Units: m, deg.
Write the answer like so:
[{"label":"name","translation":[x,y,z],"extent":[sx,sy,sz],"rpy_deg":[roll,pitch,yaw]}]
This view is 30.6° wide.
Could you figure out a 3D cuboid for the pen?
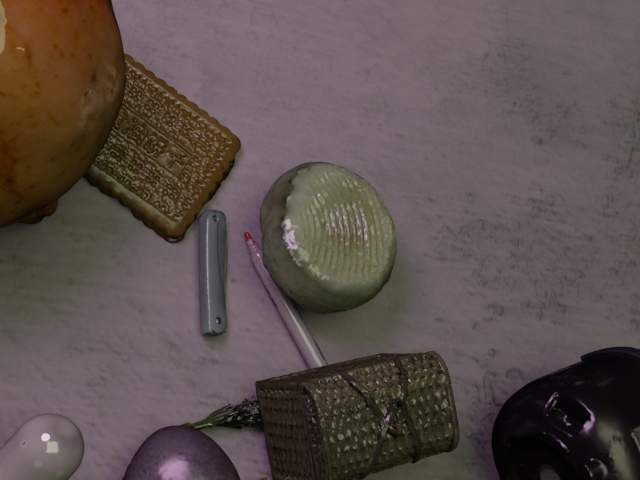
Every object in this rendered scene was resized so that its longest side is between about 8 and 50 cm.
[{"label":"pen","translation":[-0.044,0.086,1.494],"extent":[0.026,0.026,0.218],"rpy_deg":[-28,88,-29]}]

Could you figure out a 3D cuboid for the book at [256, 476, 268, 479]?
[{"label":"book","translation":[-0.148,0.463,1.333],"extent":[0.352,0.035,0.239],"rpy_deg":[-29,92,-29]}]

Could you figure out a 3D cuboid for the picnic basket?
[{"label":"picnic basket","translation":[0.048,0.214,1.408],"extent":[0.196,0.154,0.134],"rpy_deg":[-9,91,-32]}]

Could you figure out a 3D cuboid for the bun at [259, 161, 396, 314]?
[{"label":"bun","translation":[0.000,0.000,1.485],"extent":[0.195,0.118,0.195],"rpy_deg":[12,66,-29]}]

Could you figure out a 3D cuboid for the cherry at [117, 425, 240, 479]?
[{"label":"cherry","translation":[-0.170,0.302,1.316],"extent":[0.148,0.115,0.188],"rpy_deg":[33,58,-4]}]

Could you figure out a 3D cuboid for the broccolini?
[{"label":"broccolini","translation":[-0.133,0.225,1.417],"extent":[0.140,0.030,0.035],"rpy_deg":[-15,118,-23]}]

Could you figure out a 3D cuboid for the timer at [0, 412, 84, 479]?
[{"label":"timer","translation":[-0.342,0.300,1.174],"extent":[0.233,0.240,0.233],"rpy_deg":[37,21,-17]}]

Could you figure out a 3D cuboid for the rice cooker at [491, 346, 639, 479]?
[{"label":"rice cooker","translation":[0.362,0.272,1.506],"extent":[0.224,0.267,0.267],"rpy_deg":[-17,83,-32]}]

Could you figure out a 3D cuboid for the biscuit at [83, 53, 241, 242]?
[{"label":"biscuit","translation":[-0.233,-0.132,1.465],"extent":[0.254,0.029,0.172],"rpy_deg":[37,63,-12]}]

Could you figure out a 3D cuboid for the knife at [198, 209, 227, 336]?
[{"label":"knife","translation":[-0.132,0.040,1.465],"extent":[0.044,0.023,0.162],"rpy_deg":[14,69,-47]}]

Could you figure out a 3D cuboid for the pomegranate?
[{"label":"pomegranate","translation":[-0.380,-0.163,1.242],"extent":[0.410,0.410,0.410],"rpy_deg":[7,73,-23]}]
